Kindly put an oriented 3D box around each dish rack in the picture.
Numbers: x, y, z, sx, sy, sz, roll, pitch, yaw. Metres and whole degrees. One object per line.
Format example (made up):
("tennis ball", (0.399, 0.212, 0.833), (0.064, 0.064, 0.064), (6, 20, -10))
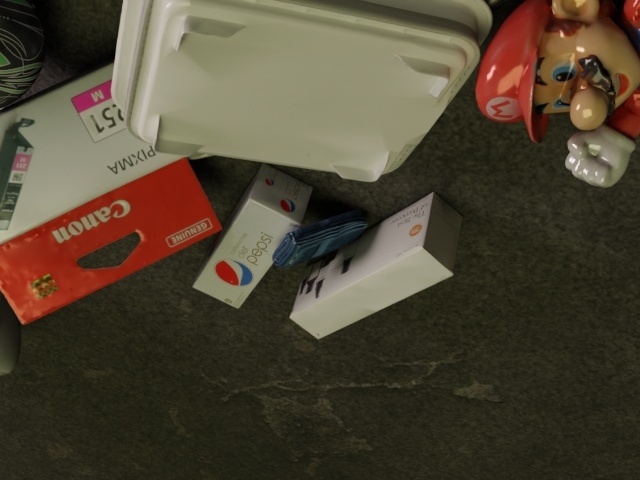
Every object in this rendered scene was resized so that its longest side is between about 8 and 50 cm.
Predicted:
("dish rack", (-0.027, -0.148, 0.811), (0.332, 0.072, 0.285), (6, 152, -16))

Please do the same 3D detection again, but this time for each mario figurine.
("mario figurine", (0.296, -0.142, 0.725), (0.320, 0.170, 0.198), (-8, 100, 14))

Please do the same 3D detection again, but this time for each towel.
("towel", (0.000, 0.000, 1.036), (0.029, 0.119, 0.067), (58, 142, 16))

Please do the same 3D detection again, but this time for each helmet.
("helmet", (-0.373, -0.209, 0.872), (0.161, 0.169, 0.169), (31, 138, -9))

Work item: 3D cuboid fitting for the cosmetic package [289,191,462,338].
("cosmetic package", (0.066, 0.036, 1.061), (0.060, 0.099, 0.239), (37, 134, -24))

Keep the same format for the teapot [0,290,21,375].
("teapot", (-0.586, 0.113, 1.299), (0.255, 0.187, 0.252), (0, 168, -7))

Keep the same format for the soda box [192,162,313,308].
("soda box", (-0.091, -0.001, 1.091), (0.073, 0.069, 0.216), (26, 138, -11))

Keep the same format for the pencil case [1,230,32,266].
("pencil case", (-0.426, -0.066, 0.985), (0.098, 0.095, 0.209), (-29, 116, 37))

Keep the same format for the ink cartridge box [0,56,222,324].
("ink cartridge box", (-0.277, -0.048, 0.949), (0.275, 0.060, 0.239), (-26, 111, -5))

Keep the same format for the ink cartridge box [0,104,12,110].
("ink cartridge box", (-0.375, -0.095, 1.064), (0.190, 0.082, 0.140), (3, 137, 13))

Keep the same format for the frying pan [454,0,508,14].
("frying pan", (0.037, -0.278, 0.754), (0.325, 0.053, 0.197), (5, 135, 7))

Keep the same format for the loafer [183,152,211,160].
("loafer", (-0.180, -0.114, 1.019), (0.125, 0.045, 0.039), (-6, 102, 20))
